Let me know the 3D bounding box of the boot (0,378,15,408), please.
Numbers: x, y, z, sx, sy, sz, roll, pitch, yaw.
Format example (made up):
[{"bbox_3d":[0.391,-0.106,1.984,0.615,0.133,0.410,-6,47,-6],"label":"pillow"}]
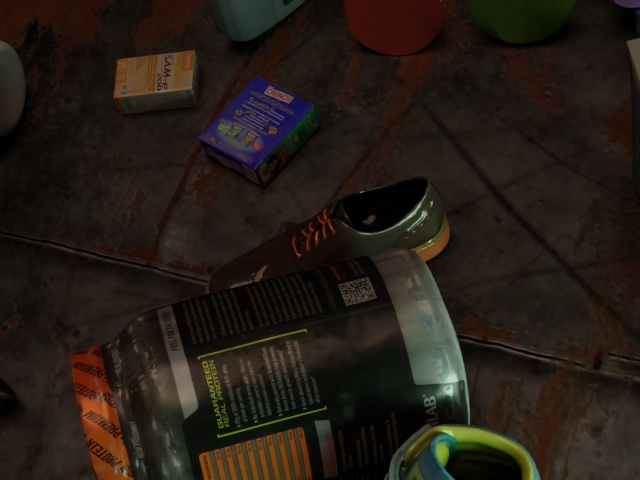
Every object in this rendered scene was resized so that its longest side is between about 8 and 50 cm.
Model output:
[{"bbox_3d":[-0.431,0.164,1.508,0.219,0.082,0.106,20,84,20],"label":"boot"}]

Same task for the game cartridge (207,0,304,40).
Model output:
[{"bbox_3d":[-0.027,-0.381,1.695,0.060,0.196,0.294,35,71,23],"label":"game cartridge"}]

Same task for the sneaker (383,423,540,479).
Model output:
[{"bbox_3d":[0.053,0.257,1.234,0.319,0.208,0.127,-25,56,-4],"label":"sneaker"}]

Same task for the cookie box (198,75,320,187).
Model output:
[{"bbox_3d":[-0.069,-0.125,1.626,0.091,0.040,0.107,30,67,29],"label":"cookie box"}]

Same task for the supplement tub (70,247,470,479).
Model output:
[{"bbox_3d":[-0.048,0.141,1.313,0.338,0.207,0.207,-13,54,-8],"label":"supplement tub"}]

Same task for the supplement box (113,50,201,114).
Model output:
[{"bbox_3d":[-0.195,-0.190,1.702,0.098,0.036,0.062,-6,56,9],"label":"supplement box"}]

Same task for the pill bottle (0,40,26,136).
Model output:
[{"bbox_3d":[-0.475,-0.184,1.713,0.215,0.117,0.117,3,57,14],"label":"pill bottle"}]

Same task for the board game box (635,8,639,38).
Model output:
[{"bbox_3d":[0.474,-0.217,1.559,0.210,0.047,0.160,-17,54,2],"label":"board game box"}]

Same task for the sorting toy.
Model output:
[{"bbox_3d":[0.213,-0.311,1.661,0.365,0.127,0.126,-5,32,15],"label":"sorting toy"}]

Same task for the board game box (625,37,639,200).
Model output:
[{"bbox_3d":[0.371,-0.019,1.340,0.097,0.224,0.303,-13,55,5],"label":"board game box"}]

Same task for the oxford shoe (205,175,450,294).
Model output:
[{"bbox_3d":[0.000,0.000,1.489,0.271,0.098,0.097,-23,54,-3],"label":"oxford shoe"}]
